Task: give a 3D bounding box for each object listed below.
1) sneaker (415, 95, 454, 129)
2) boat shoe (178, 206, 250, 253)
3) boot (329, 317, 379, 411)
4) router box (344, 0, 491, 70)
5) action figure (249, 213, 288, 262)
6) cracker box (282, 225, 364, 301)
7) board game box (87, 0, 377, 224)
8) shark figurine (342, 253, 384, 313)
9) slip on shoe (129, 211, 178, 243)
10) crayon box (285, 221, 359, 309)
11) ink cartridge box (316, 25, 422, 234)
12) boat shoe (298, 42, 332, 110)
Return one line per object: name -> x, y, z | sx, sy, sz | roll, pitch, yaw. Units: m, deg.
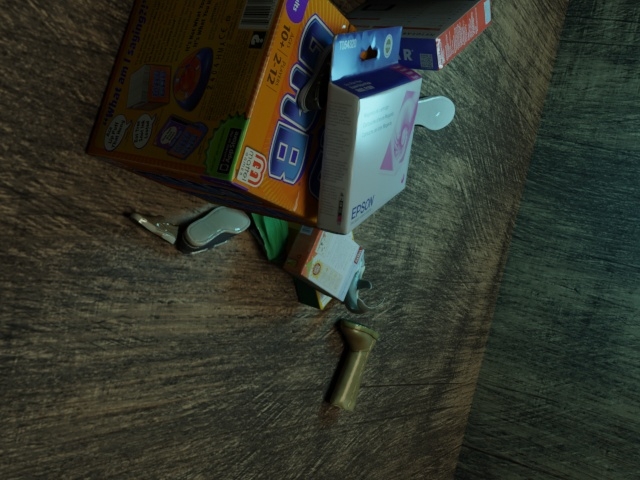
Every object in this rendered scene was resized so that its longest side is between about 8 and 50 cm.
sneaker -> 0.264, -0.394, 1.939 | 0.296, 0.147, 0.104 | -10, 119, -37
boat shoe -> -0.240, -0.022, 1.461 | 0.065, 0.075, 0.206 | -43, 172, 35
boot -> 0.093, 0.398, 2.063 | 0.236, 0.089, 0.269 | 34, 75, -55
router box -> 0.219, -0.545, 1.670 | 0.301, 0.335, 0.082 | -45, 136, -36
action figure -> -0.125, -0.034, 1.603 | 0.137, 0.063, 0.232 | -46, 140, -39
cracker box -> 0.013, 0.048, 1.682 | 0.232, 0.067, 0.155 | 38, 72, -53
board game box -> -0.140, -0.252, 1.230 | 0.356, 0.356, 0.356 | 23, 83, -57
shark figurine -> 0.080, 0.154, 1.916 | 0.116, 0.278, 0.166 | 26, 113, -19
slip on shoe -> -0.331, -0.034, 1.309 | 0.041, 0.051, 0.135 | -63, 148, -9
crayon box -> 0.000, 0.000, 1.780 | 0.203, 0.083, 0.323 | -44, 136, -38
ink cartridge box -> 0.101, -0.212, 1.193 | 0.324, 0.071, 0.330 | -37, 138, -57
boat shoe -> 0.012, -0.271, 1.085 | 0.142, 0.040, 0.049 | -63, 144, -20
